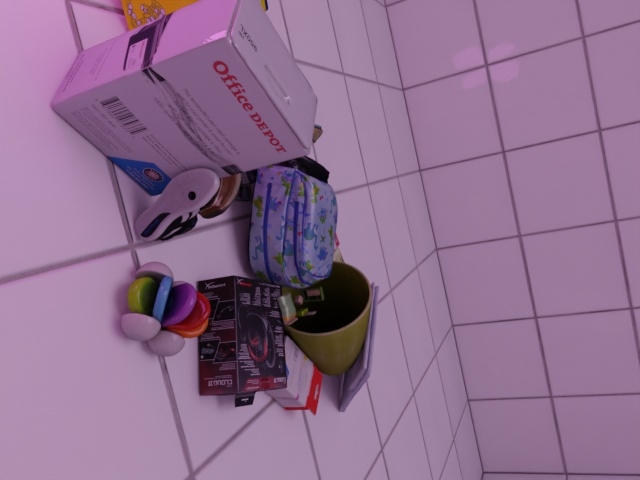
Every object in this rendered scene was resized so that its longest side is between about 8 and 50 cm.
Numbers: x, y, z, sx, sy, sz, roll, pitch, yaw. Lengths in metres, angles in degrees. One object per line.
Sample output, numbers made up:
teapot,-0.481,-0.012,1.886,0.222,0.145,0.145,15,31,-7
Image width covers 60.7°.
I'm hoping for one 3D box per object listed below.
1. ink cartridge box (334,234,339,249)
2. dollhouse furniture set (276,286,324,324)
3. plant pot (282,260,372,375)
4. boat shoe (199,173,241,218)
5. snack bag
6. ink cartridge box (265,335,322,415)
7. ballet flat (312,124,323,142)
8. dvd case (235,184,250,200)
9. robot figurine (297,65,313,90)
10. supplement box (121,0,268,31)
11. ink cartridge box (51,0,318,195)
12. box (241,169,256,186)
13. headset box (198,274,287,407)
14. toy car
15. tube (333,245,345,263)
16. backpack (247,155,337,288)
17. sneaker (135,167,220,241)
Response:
ink cartridge box,0.000,0.000,1.840,0.150,0.063,0.109,-50,125,-59
dollhouse furniture set,-0.047,0.163,1.421,0.152,0.059,0.076,-22,102,-64
plant pot,0.026,0.258,1.605,0.274,0.275,0.293,-73,159,-45
boat shoe,-0.267,-0.202,1.313,0.120,0.123,0.323,42,36,-45
snack bag,0.121,0.355,1.798,0.342,0.037,0.322,109,-7,-52
ink cartridge box,-0.082,0.377,1.504,0.231,0.078,0.134,56,35,-41
ballet flat,-0.084,-0.334,1.740,0.348,0.123,0.123,-15,95,-73
dvd case,-0.232,-0.151,1.471,0.119,0.013,0.087,1,79,-66
robot figurine,-0.151,-0.420,1.456,0.353,0.200,0.300,59,12,21
supplement box,-0.285,-0.598,1.272,0.356,0.194,0.195,-62,149,-54
ink cartridge box,-0.242,-0.263,1.043,0.285,0.395,0.166,50,38,-47
box,-0.193,-0.246,1.545,0.225,0.037,0.136,-56,130,-65
headset box,-0.182,0.244,1.307,0.218,0.110,0.292,20,62,-62
toy car,-0.293,0.133,1.085,0.182,0.137,0.159,51,38,-46
tube,0.049,0.081,1.829,0.240,0.062,0.069,57,22,-75
backpack,-0.075,-0.046,1.489,0.355,0.274,0.290,-69,162,1
sneaker,-0.275,-0.077,1.139,0.079,0.217,0.121,59,19,7
